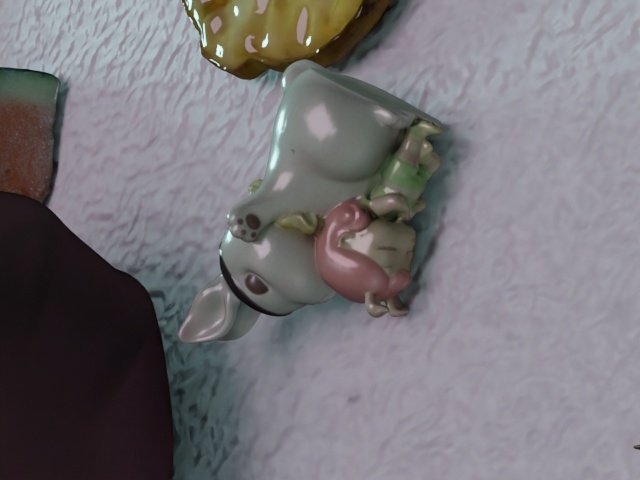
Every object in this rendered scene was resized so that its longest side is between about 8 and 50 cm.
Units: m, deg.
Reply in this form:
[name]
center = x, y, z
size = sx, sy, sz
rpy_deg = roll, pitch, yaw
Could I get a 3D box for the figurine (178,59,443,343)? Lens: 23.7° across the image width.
[figurine]
center = -0.005, -0.001, 0.696
size = 0.098, 0.081, 0.146
rpy_deg = 34, 105, 48

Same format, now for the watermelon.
[watermelon]
center = -0.260, -0.030, 0.949
size = 0.202, 0.207, 0.136
rpy_deg = 34, 132, 32

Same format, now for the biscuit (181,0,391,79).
[biscuit]
center = 0.003, -0.205, 0.784
size = 0.203, 0.041, 0.260
rpy_deg = 36, 106, 51

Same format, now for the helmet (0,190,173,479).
[helmet]
center = -0.186, 0.131, 0.778
size = 0.271, 0.197, 0.338
rpy_deg = -2, 84, 57

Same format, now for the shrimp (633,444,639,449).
[shrimp]
center = 0.153, 0.144, 0.516
size = 0.099, 0.041, 0.180
rpy_deg = -58, 43, 41
